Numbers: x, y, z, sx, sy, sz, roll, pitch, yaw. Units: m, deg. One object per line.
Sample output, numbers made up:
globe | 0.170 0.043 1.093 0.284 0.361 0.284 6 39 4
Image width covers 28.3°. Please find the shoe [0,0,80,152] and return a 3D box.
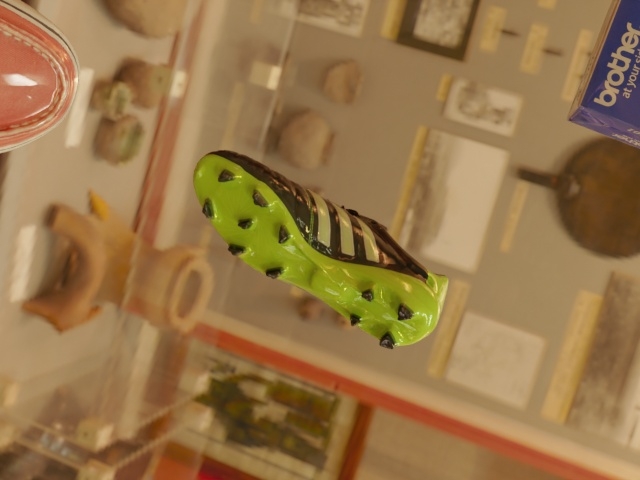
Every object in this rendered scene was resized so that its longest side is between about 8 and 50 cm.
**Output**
shoe | -0.137 -0.048 0.367 0.178 0.081 0.063 5 106 -41

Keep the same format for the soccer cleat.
soccer cleat | 0.000 0.000 0.797 0.060 0.179 0.072 -56 177 34

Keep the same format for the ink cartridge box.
ink cartridge box | 0.247 -0.160 0.840 0.046 0.097 0.207 92 20 -82
